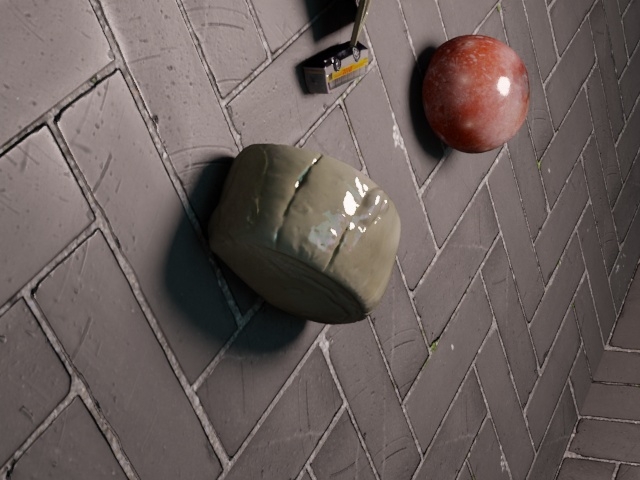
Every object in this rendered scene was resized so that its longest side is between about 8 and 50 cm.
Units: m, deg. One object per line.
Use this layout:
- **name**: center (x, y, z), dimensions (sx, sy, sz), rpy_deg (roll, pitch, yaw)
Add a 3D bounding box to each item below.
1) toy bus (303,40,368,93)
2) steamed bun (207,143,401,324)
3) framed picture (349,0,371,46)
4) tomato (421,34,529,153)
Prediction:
- **toy bus**: center (0.032, -0.329, 1.871), dimensions (0.172, 0.057, 0.072), rpy_deg (-38, 130, -50)
- **steamed bun**: center (0.005, 0.002, 1.664), dimensions (0.383, 0.236, 0.247), rpy_deg (42, 57, -48)
- **framed picture**: center (0.096, -0.516, 1.853), dimensions (0.189, 0.023, 0.259), rpy_deg (-72, 177, -60)
- **tomato**: center (0.356, -0.331, 2.208), dimensions (0.270, 0.227, 0.270), rpy_deg (9, 79, -56)
